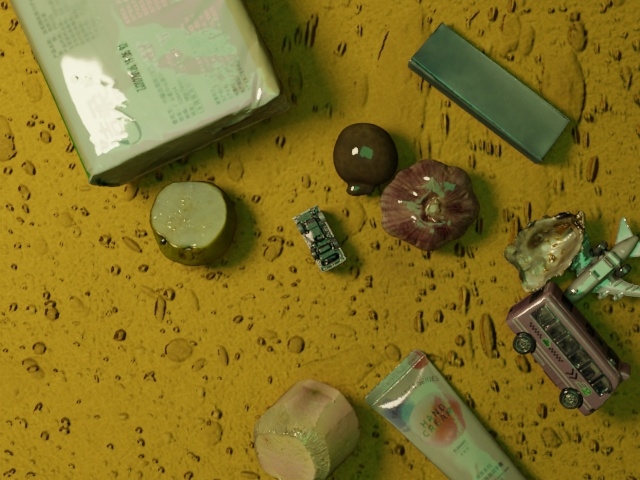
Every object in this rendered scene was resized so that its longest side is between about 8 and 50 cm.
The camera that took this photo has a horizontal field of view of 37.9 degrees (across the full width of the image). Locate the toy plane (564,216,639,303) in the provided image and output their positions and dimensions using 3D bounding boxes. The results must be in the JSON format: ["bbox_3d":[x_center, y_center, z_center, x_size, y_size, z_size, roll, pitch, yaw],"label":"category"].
[{"bbox_3d":[0.450,0.047,1.493,0.171,0.065,0.162,-41,76,-4],"label":"toy plane"}]

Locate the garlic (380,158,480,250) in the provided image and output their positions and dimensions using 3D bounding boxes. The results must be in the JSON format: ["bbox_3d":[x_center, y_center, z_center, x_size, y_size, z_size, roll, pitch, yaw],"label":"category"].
[{"bbox_3d":[0.175,-0.057,1.485,0.159,0.102,0.147,-4,87,1],"label":"garlic"}]

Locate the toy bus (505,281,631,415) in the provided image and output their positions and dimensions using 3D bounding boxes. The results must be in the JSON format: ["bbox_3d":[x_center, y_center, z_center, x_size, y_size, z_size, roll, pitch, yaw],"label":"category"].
[{"bbox_3d":[0.386,0.168,1.459,0.108,0.096,0.199,-41,89,23],"label":"toy bus"}]

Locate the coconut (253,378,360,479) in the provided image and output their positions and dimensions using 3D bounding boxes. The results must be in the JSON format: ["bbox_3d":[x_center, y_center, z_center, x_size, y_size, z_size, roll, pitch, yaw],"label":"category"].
[{"bbox_3d":[-0.016,0.301,1.464,0.147,0.153,0.147,16,121,29],"label":"coconut"}]

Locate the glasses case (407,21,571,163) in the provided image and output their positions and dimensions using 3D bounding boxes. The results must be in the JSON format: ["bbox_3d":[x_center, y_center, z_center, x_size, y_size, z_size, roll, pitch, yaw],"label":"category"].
[{"bbox_3d":[0.270,-0.234,1.519,0.266,0.056,0.105,38,66,3],"label":"glasses case"}]

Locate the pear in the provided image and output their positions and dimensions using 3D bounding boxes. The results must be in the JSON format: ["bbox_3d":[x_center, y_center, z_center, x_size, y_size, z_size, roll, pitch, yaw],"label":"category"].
[{"bbox_3d":[-0.204,-0.023,1.499,0.141,0.104,0.141,2,65,-3],"label":"pear"}]

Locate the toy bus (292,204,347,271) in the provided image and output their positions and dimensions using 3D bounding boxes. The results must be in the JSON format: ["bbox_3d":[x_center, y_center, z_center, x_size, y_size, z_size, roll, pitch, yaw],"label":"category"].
[{"bbox_3d":[0.000,0.000,1.511,0.052,0.058,0.102,-29,83,2],"label":"toy bus"}]

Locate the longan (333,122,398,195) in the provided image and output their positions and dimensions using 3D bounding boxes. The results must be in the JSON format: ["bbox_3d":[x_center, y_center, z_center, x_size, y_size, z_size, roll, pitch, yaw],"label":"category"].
[{"bbox_3d":[0.071,-0.128,1.493,0.106,0.106,0.119,10,94,2],"label":"longan"}]

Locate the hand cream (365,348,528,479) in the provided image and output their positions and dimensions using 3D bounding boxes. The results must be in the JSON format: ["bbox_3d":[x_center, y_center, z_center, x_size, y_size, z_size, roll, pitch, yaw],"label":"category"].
[{"bbox_3d":[0.230,0.336,1.492,0.124,0.078,0.340,-44,83,1],"label":"hand cream"}]

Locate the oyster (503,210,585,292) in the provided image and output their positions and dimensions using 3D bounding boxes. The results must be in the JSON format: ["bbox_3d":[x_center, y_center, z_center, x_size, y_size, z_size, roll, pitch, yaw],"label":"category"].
[{"bbox_3d":[0.370,0.010,1.498,0.148,0.051,0.103,-36,81,20],"label":"oyster"}]

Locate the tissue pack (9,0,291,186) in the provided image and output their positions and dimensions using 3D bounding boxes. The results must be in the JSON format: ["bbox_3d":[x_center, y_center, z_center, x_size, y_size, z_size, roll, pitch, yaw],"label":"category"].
[{"bbox_3d":[-0.276,-0.328,1.457,0.332,0.205,0.404,-25,88,2],"label":"tissue pack"}]
